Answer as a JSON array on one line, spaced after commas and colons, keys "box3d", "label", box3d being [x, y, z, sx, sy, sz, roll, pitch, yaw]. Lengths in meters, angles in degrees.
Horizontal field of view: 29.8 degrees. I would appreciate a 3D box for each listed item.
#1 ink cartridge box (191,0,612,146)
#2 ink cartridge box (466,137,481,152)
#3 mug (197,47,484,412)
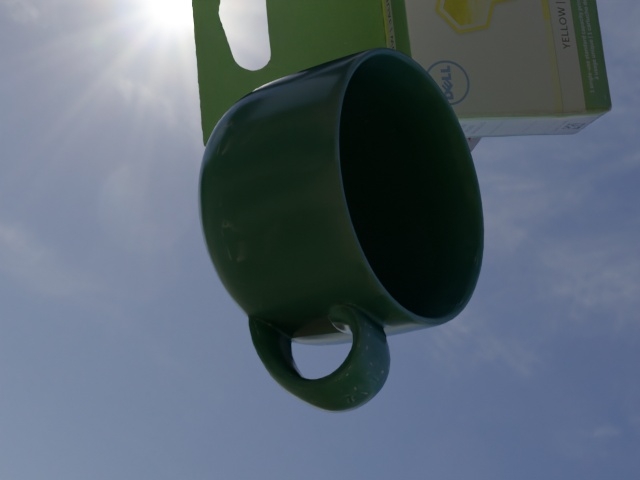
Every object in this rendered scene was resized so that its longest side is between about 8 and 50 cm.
[{"box3d": [0.044, -0.145, 0.712, 0.235, 0.171, 0.056, -3, -11, -14], "label": "ink cartridge box"}, {"box3d": [0.059, -0.091, 1.262, 0.093, 0.219, 0.160, 31, -10, 39], "label": "ink cartridge box"}, {"box3d": [-0.002, -0.010, 0.554, 0.097, 0.158, 0.129, -13, -71, 34], "label": "mug"}]
